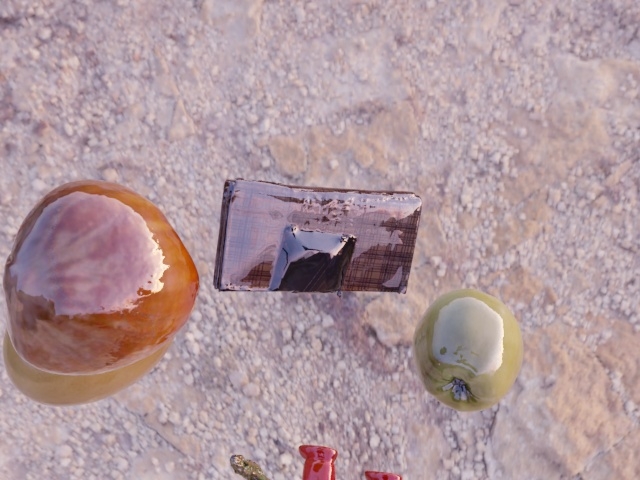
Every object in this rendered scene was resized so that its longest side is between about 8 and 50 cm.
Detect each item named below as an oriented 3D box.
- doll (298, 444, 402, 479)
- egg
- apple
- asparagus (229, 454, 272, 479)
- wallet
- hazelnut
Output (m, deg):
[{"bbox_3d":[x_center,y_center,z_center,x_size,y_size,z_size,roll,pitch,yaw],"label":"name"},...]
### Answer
[{"bbox_3d":[0.001,0.413,0.861,0.099,0.188,0.384,-9,58,38],"label":"doll"},{"bbox_3d":[-0.387,0.143,1.439,0.322,0.250,0.250,-43,63,-5],"label":"egg"},{"bbox_3d":[0.322,0.242,1.877,0.262,0.262,0.262,-3,59,5],"label":"apple"},{"bbox_3d":[-0.023,0.178,0.576,0.016,0.166,0.013,-41,49,-9],"label":"asparagus"},{"bbox_3d":[0.000,0.000,0.922,0.230,0.124,0.042,2,12,-27],"label":"wallet"},{"bbox_3d":[-0.197,0.037,0.769,0.182,0.182,0.182,-3,59,5],"label":"hazelnut"}]
